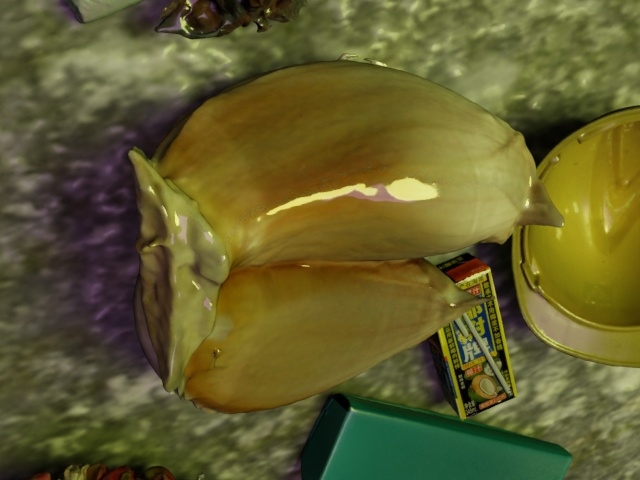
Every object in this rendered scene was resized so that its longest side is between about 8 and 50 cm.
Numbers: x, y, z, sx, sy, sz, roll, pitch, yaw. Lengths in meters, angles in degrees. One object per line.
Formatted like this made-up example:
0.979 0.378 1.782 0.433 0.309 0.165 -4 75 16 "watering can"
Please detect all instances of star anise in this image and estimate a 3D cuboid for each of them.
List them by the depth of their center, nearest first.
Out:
-0.044 -0.184 0.467 0.124 0.129 0.056 -19 97 32 "star anise"

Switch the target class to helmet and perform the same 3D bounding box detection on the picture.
0.293 -0.023 0.599 0.205 0.140 0.256 13 122 14 "helmet"

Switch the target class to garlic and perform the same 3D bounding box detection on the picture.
0.000 0.000 0.492 0.313 0.249 0.285 -14 99 -31 "garlic"

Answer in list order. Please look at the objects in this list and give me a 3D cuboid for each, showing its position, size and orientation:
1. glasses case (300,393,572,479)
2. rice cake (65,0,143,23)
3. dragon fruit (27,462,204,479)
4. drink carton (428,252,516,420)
0.134 0.252 0.709 0.301 0.070 0.117 19 99 -19 "glasses case"
-0.099 -0.232 0.462 0.222 0.042 0.080 -24 120 -6 "rice cake"
-0.192 0.341 0.554 0.291 0.250 0.269 42 89 -2 "dragon fruit"
0.153 0.102 0.656 0.071 0.056 0.165 -23 115 -9 "drink carton"
